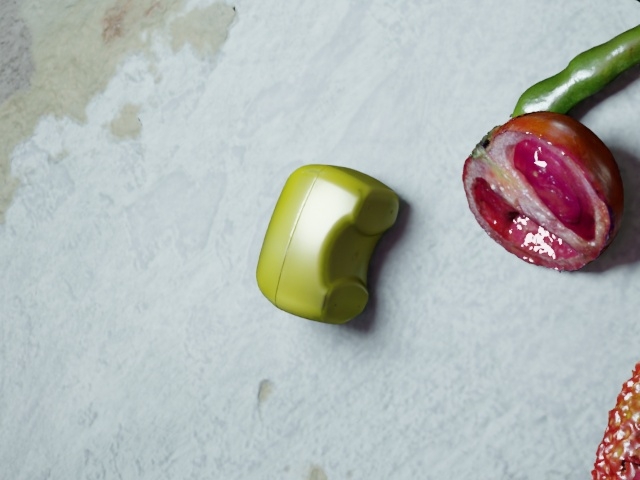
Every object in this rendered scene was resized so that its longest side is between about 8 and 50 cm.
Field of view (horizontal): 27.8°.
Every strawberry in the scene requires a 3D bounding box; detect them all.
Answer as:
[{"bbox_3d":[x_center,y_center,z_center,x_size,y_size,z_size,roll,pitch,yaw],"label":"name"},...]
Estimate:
[{"bbox_3d":[0.364,0.189,1.242,0.174,0.098,0.228,22,83,9],"label":"strawberry"}]

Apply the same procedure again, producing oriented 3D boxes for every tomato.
[{"bbox_3d":[0.247,-0.062,1.361,0.173,0.099,0.189,47,152,2],"label":"tomato"}]

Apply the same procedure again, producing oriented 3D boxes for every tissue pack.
[{"bbox_3d":[0.000,0.000,1.488,0.127,0.123,0.178,22,97,27],"label":"tissue pack"}]

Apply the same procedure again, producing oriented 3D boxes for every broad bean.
[{"bbox_3d":[0.307,-0.186,1.365,0.256,0.053,0.052,-29,27,24],"label":"broad bean"}]

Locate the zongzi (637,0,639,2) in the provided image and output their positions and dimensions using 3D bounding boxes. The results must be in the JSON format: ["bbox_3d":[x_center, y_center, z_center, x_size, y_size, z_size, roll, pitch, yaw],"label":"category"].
[{"bbox_3d":[0.197,-0.424,1.283,0.383,0.362,0.319,27,117,29],"label":"zongzi"}]
